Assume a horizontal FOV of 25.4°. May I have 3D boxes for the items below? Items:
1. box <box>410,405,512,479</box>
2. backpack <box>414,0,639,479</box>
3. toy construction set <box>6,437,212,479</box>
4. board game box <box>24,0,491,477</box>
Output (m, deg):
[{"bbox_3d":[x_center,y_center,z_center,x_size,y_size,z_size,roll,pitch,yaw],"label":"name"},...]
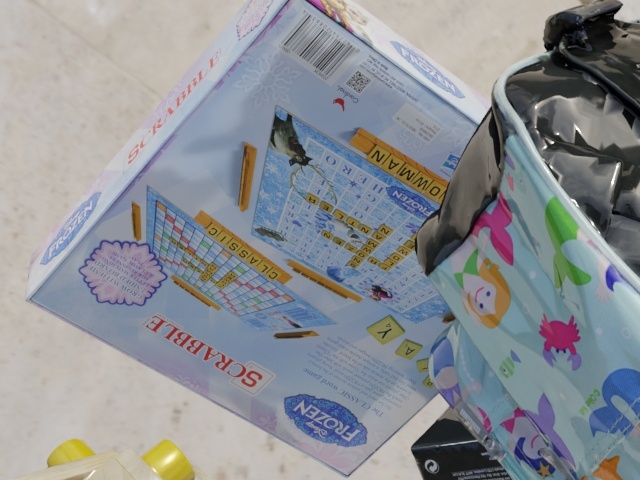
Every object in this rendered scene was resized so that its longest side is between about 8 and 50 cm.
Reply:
[{"bbox_3d":[0.198,0.184,1.162,0.103,0.261,0.184,-11,105,34],"label":"box"},{"bbox_3d":[0.179,0.043,0.540,0.253,0.225,0.191,48,140,29],"label":"backpack"},{"bbox_3d":[-0.100,0.221,0.935,0.237,0.257,0.309,-27,22,-24],"label":"toy construction set"},{"bbox_3d":[0.000,0.000,1.067,0.318,0.319,0.066,-45,27,23],"label":"board game box"}]
